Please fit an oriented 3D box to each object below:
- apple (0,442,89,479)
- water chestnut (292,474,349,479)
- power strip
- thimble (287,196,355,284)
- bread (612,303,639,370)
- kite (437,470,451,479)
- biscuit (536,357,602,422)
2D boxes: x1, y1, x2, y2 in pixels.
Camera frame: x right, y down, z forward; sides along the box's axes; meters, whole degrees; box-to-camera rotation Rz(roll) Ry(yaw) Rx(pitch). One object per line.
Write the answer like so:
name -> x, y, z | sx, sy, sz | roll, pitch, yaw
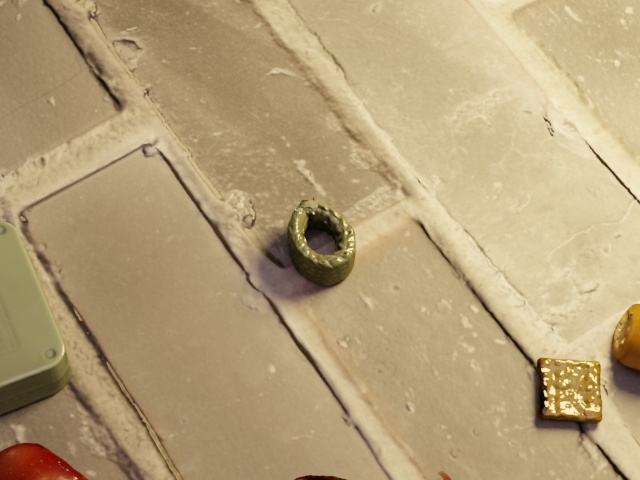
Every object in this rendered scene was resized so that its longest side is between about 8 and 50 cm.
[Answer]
apple -> -0.329, 0.327, 1.682 | 0.181, 0.181, 0.168 | 39, 69, 18
water chestnut -> 0.017, 0.402, 1.615 | 0.289, 0.244, 0.289 | 7, 34, -5
power strip -> -0.466, 0.107, 1.824 | 0.261, 0.141, 0.229 | -20, 63, -14
thimble -> 0.000, 0.000, 1.920 | 0.084, 0.062, 0.110 | -18, 64, -10
bread -> 0.485, 0.142, 1.840 | 0.239, 0.074, 0.092 | 16, 68, 8
kite -> 0.189, 0.386, 1.742 | 0.141, 0.015, 0.245 | -32, 67, -18
biscuit -> 0.310, 0.186, 1.846 | 0.081, 0.018, 0.083 | 2, 63, 1
